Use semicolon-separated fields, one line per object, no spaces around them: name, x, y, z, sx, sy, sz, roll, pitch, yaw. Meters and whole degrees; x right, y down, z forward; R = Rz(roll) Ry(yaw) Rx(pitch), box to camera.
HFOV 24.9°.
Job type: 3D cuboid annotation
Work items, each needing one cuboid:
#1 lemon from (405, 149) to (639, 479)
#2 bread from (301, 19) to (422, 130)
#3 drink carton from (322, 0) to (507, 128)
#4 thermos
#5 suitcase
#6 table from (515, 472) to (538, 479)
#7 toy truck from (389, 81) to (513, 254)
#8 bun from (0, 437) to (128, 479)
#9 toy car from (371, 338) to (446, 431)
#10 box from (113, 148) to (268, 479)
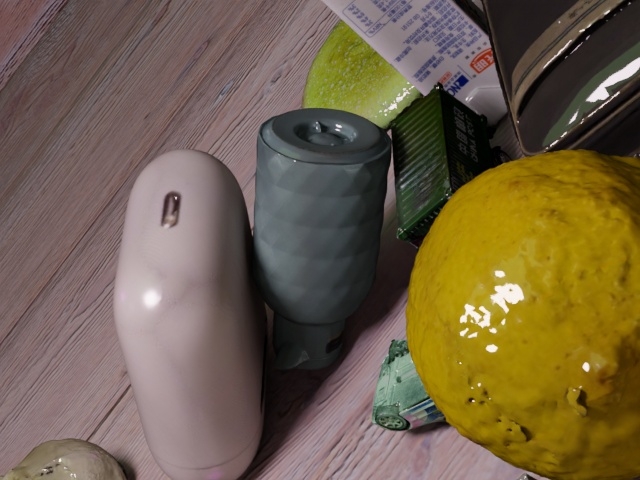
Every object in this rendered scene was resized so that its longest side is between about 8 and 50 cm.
lemon;0.203;0.058;1.181;0.268;0.268;0.322;-45;16;19
bread;0.075;-0.246;1.935;0.301;0.045;0.301;-37;34;31
drink carton;0.099;-0.261;1.622;0.106;0.315;0.130;-41;30;18
thermos;0.000;0.000;1.612;0.182;0.145;0.286;-45;-34;-53
suitcase;0.307;-0.230;1.398;0.283;0.194;0.434;-40;33;27
table;0.131;0.319;1.167;0.240;0.121;0.111;-45;30;22
toy truck;0.147;-0.037;1.517;0.088;0.121;0.259;-40;32;29
bun;-0.359;0.364;1.865;0.239;0.141;0.239;-34;36;29
toy car;0.134;0.126;1.414;0.224;0.076;0.090;-34;35;49
box;-0.141;0.091;1.648;0.141;0.349;0.289;-4;44;3
